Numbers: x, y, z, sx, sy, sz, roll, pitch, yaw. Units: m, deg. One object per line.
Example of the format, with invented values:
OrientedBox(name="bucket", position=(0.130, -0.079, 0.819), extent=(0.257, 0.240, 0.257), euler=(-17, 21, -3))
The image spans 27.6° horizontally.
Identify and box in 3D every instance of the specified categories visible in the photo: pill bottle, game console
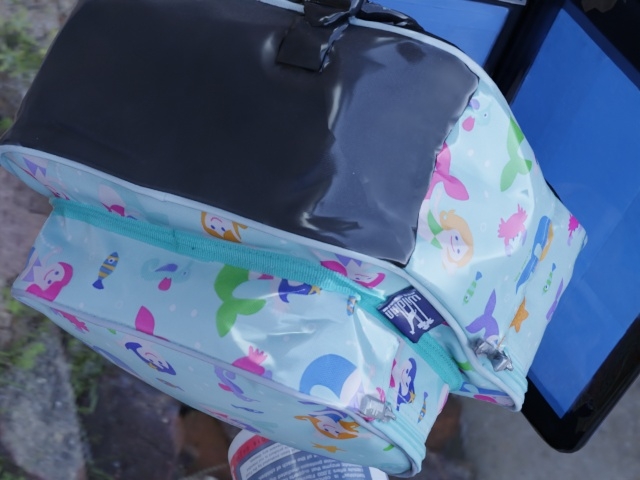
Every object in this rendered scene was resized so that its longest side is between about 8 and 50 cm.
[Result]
OrientedBox(name="pill bottle", position=(0.006, 0.211, 0.894), extent=(0.108, 0.108, 0.180), euler=(21, 41, -43))
OrientedBox(name="game console", position=(0.065, -0.032, 0.716), extent=(0.250, 0.293, 0.173), euler=(8, 49, -12))

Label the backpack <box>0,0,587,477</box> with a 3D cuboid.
OrientedBox(name="backpack", position=(0.000, 0.000, 0.615), extent=(0.253, 0.225, 0.191), euler=(29, 80, -58))
